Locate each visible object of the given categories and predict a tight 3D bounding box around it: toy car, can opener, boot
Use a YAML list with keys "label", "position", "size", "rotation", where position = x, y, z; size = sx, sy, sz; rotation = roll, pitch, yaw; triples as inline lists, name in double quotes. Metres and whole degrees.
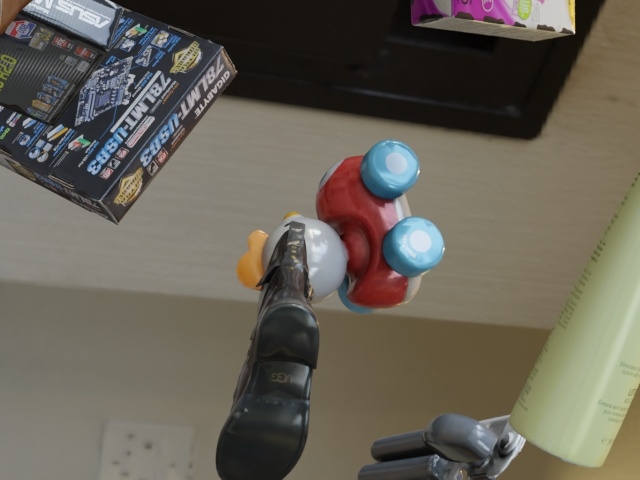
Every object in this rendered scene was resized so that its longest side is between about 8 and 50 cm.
- label: "toy car"
  position: [0.000, 0.000, 1.428]
  size: [0.219, 0.238, 0.210]
  rotation: [136, -59, -63]
- label: "can opener"
  position: [0.120, 0.220, 1.159]
  size: [0.074, 0.093, 0.280]
  rotation: [-57, -169, -29]
- label: "boot"
  position: [-0.051, 0.130, 1.256]
  size: [0.229, 0.091, 0.263]
  rotation: [-97, -156, -71]

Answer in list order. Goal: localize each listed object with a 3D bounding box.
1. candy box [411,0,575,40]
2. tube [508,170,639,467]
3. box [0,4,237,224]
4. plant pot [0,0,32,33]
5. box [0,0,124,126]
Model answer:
- label: "candy box"
  position: [0.213, -0.333, 1.326]
  size: [0.071, 0.233, 0.159]
  rotation: [1, -86, 48]
- label: "tube"
  position: [0.185, 0.013, 0.632]
  size: [0.070, 0.062, 0.240]
  rotation: [-133, -115, -74]
- label: "box"
  position: [-0.321, -0.201, 1.593]
  size: [0.295, 0.293, 0.073]
  rotation: [-56, 150, -17]
- label: "plant pot"
  position: [-0.270, -0.239, 0.841]
  size: [0.165, 0.167, 0.167]
  rotation: [-56, 170, -49]
- label: "box"
  position: [-0.375, -0.241, 1.283]
  size: [0.270, 0.216, 0.060]
  rotation: [-27, -134, 59]
